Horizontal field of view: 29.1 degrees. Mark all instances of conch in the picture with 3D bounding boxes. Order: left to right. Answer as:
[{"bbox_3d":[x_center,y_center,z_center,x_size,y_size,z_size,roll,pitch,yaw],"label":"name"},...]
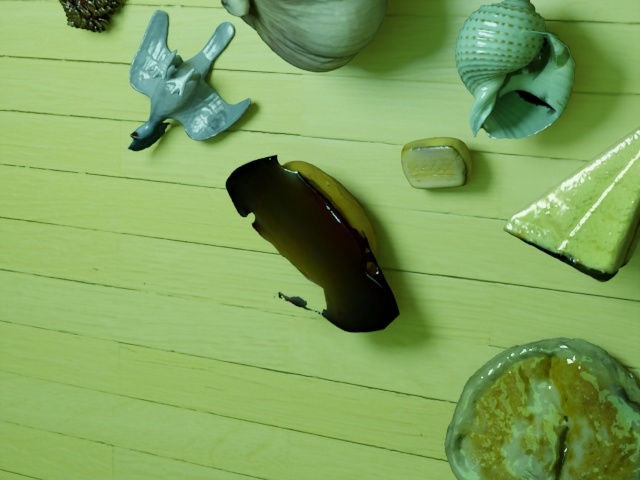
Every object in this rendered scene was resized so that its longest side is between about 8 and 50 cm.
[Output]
[{"bbox_3d":[0.271,-0.250,1.759,0.172,0.131,0.200,15,125,-5],"label":"conch"}]

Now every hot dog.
[{"bbox_3d":[0.003,-0.004,1.955,0.194,0.107,0.326,-25,97,37],"label":"hot dog"}]

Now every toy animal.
[{"bbox_3d":[-0.237,-0.257,2.043,0.255,0.176,0.239,-42,82,-8],"label":"toy animal"}]

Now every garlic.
[{"bbox_3d":[-0.029,-0.398,1.808,0.241,0.322,0.322,-5,98,-1],"label":"garlic"}]

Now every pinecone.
[{"bbox_3d":[-0.383,-0.401,2.080,0.109,0.102,0.102,-26,87,18],"label":"pinecone"}]

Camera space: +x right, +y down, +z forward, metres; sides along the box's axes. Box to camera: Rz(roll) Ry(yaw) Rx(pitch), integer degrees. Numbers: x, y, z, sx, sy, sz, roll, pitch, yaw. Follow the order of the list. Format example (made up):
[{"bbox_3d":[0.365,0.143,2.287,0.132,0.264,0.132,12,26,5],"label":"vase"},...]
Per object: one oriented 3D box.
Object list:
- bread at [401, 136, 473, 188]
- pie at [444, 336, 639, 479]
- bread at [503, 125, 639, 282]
[{"bbox_3d":[0.180,-0.121,1.866,0.115,0.056,0.082,-5,115,39],"label":"bread"},{"bbox_3d":[0.351,0.305,1.851,0.339,0.077,0.339,7,104,29],"label":"pie"},{"bbox_3d":[0.391,-0.098,1.710,0.163,0.167,0.264,26,106,21],"label":"bread"}]
